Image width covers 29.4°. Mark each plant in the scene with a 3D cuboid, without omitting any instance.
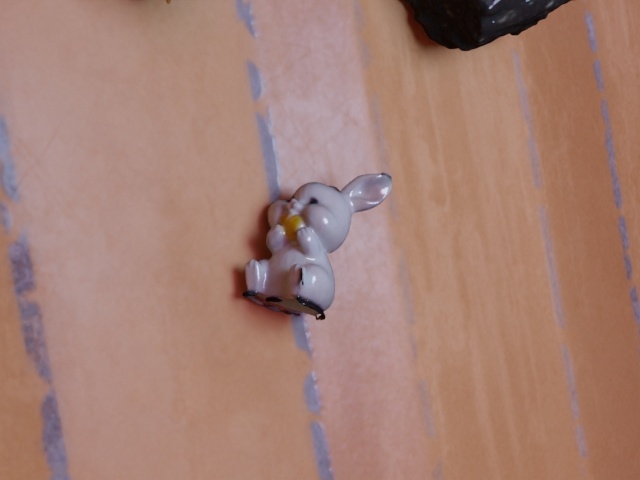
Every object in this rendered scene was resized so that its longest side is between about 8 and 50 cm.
[{"bbox_3d":[0.170,-0.254,1.076,0.203,0.142,0.131,-26,86,-34],"label":"plant"}]

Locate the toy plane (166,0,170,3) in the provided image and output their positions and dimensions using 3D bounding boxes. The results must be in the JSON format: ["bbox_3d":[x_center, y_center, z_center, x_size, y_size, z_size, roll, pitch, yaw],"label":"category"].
[{"bbox_3d":[-0.099,-0.331,0.887,0.204,0.103,0.316,12,71,-3],"label":"toy plane"}]

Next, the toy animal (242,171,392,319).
[{"bbox_3d":[-0.005,-0.002,0.947,0.085,0.071,0.124,25,70,-34],"label":"toy animal"}]
